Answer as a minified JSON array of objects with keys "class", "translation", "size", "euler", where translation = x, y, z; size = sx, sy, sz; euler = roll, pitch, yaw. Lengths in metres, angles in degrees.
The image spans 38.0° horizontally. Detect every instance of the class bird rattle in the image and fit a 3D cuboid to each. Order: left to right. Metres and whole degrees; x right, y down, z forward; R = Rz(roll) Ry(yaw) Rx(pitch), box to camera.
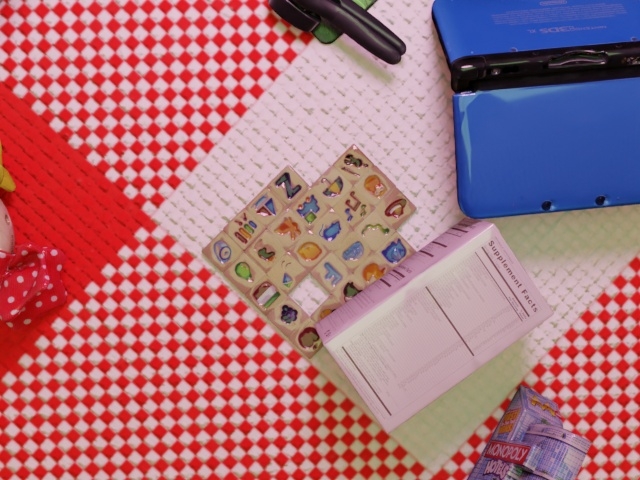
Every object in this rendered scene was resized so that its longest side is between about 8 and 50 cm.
[{"class":"bird rattle","translation":[-0.432,-0.003,1.140],"size":[0.206,0.143,0.254],"euler":[-16,106,10]}]

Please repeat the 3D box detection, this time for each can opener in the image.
[{"class":"can opener","translation":[0.027,-0.282,1.159],"size":[0.186,0.073,0.059],"euler":[28,52,-6]}]

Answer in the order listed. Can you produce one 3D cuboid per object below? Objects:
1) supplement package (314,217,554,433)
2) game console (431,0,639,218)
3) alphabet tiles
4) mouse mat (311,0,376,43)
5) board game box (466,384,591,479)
[{"class":"supplement package","translation":[0.133,0.097,1.133],"size":[0.244,0.134,0.139],"euler":[-35,97,-2]},{"class":"game console","translation":[0.295,-0.181,1.149],"size":[0.293,0.250,0.173],"euler":[-5,134,-3]},{"class":"alphabet tiles","translation":[0.000,0.000,1.191],"size":[0.237,0.009,0.198],"euler":[-45,93,-1]},{"class":"mouse mat","translation":[-0.003,-0.364,1.179],"size":[0.152,0.007,0.190],"euler":[-44,94,0]},{"class":"board game box","translation":[0.249,0.274,1.143],"size":[0.060,0.194,0.194],"euler":[29,76,-4]}]
